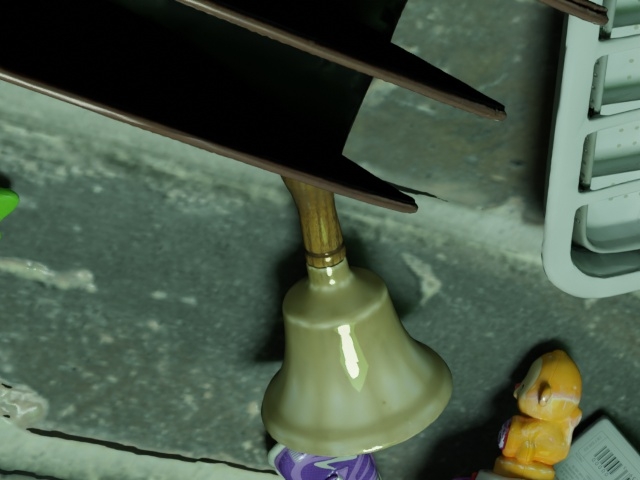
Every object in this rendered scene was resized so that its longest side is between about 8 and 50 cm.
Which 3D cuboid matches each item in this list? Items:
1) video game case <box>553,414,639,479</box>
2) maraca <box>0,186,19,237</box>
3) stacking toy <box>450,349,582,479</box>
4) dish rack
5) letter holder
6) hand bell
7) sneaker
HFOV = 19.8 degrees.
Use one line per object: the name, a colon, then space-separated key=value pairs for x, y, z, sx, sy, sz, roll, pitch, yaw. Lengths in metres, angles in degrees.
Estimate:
video game case: x=0.208 y=0.271 z=1.365 sx=0.193 sy=0.023 sz=0.212 roll=-42 pitch=87 yaw=8
maraca: x=-0.236 y=-0.013 z=1.005 sx=0.127 sy=0.099 sz=0.185 roll=-34 pitch=157 yaw=5
stacking toy: x=0.131 y=0.223 z=1.287 sx=0.166 sy=0.175 sz=0.302 roll=13 pitch=90 yaw=11
dish rack: x=0.288 y=-0.113 z=1.146 sx=0.333 sy=0.072 sz=0.285 roll=-11 pitch=130 yaw=-14
letter holder: x=-0.041 y=-0.117 z=0.889 sx=0.302 sy=0.214 sz=0.152 roll=18 pitch=102 yaw=-33
hand bell: x=0.000 y=0.000 z=1.121 sx=0.126 sy=0.126 sz=0.242 roll=-17 pitch=120 yaw=-8
sneaker: x=0.024 y=0.185 z=1.289 sx=0.068 sy=0.071 sz=0.170 roll=-32 pitch=132 yaw=6
